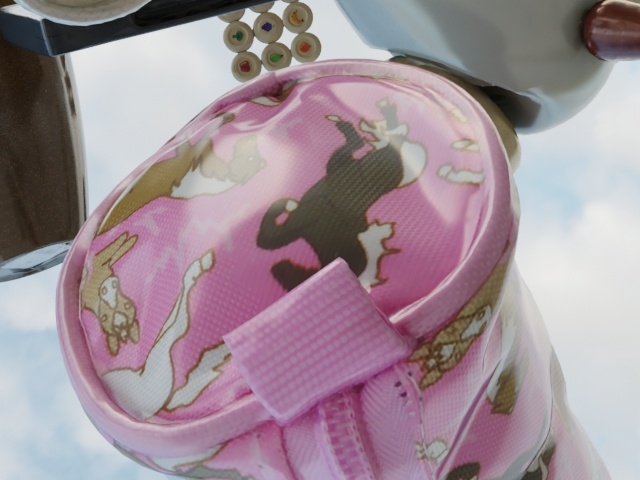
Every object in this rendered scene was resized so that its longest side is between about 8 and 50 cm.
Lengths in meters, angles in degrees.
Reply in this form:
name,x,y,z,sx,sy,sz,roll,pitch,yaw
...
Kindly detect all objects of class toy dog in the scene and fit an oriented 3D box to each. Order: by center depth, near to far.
name,x,y,z,sx,sy,sz,roll,pitch,yaw
toy dog,0.039,-0.151,0.514,0.334,0.161,0.220,26,-102,-28

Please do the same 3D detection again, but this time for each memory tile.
name,x,y,z,sx,sy,sz,roll,pitch,yaw
memory tile,-0.066,-0.266,1.419,0.113,0.012,0.148,-16,-90,5

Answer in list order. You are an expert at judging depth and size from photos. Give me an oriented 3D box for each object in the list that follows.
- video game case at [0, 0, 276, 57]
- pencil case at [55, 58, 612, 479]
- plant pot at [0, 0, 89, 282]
name,x,y,z,sx,sy,sz,roll,pitch,yaw
video game case,-0.128,-0.202,1.004,0.248,0.275,0.035,-17,-73,-17
pencil case,0.049,0.111,0.475,0.160,0.167,0.386,-52,-46,-25
plant pot,-0.313,-0.084,1.170,0.215,0.215,0.230,-17,-100,-35
